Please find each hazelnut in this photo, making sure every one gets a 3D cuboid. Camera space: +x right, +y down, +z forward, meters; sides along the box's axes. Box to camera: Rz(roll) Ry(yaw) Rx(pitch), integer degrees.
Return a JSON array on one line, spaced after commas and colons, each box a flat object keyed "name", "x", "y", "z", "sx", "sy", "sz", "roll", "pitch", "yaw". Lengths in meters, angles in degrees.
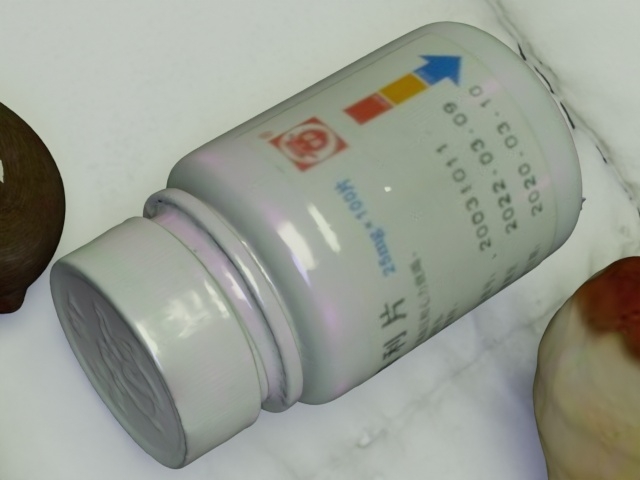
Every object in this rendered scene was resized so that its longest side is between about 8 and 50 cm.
[{"name": "hazelnut", "x": 0.255, "y": 0.118, "z": 0.823, "sx": 0.261, "sy": 0.241, "sz": 0.261, "roll": -4, "pitch": 99, "yaw": -24}]

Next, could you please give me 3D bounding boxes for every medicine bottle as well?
[{"name": "medicine bottle", "x": 0.000, "y": 0.000, "z": 0.824, "sx": 0.293, "sy": 0.170, "sz": 0.170, "roll": -30, "pitch": 82, "yaw": -24}]

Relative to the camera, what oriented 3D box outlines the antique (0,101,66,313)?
[{"name": "antique", "x": -0.242, "y": -0.073, "z": 0.809, "sx": 0.143, "sy": 0.121, "sz": 0.256, "roll": -21, "pitch": 79, "yaw": -29}]
